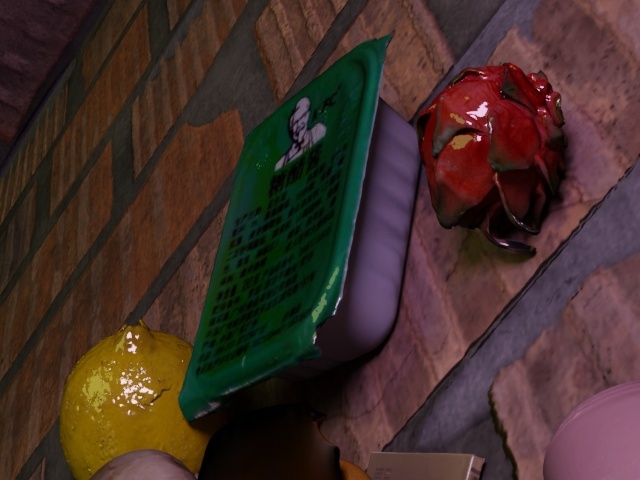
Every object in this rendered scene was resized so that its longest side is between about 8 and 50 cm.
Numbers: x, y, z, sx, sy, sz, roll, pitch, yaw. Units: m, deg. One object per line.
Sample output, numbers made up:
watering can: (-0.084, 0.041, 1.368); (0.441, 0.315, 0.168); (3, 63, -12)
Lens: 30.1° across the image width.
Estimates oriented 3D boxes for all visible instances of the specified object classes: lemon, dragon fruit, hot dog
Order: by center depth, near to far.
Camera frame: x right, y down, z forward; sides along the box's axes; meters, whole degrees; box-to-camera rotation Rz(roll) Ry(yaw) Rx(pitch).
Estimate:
hot dog: (-0.015, 0.278, 0.821); (0.194, 0.107, 0.326); (-22, 45, 38)
dragon fruit: (0.134, -0.069, 0.925); (0.121, 0.130, 0.142); (15, 95, 24)
lemon: (-0.178, 0.178, 1.197); (0.173, 0.173, 0.206); (-142, 49, -65)

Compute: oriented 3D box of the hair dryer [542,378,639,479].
hair dryer: (0.119, 0.247, 0.628); (0.352, 0.125, 0.210); (-49, 27, 33)

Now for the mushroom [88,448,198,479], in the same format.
mushroom: (-0.123, 0.285, 1.006); (0.226, 0.178, 0.227); (40, 139, 46)

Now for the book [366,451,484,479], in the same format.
book: (0.051, 0.252, 0.876); (0.138, 0.016, 0.199); (-14, 53, 59)

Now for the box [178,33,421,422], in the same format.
box: (0.000, 0.000, 1.123); (0.264, 0.106, 0.337); (-30, 40, 49)
